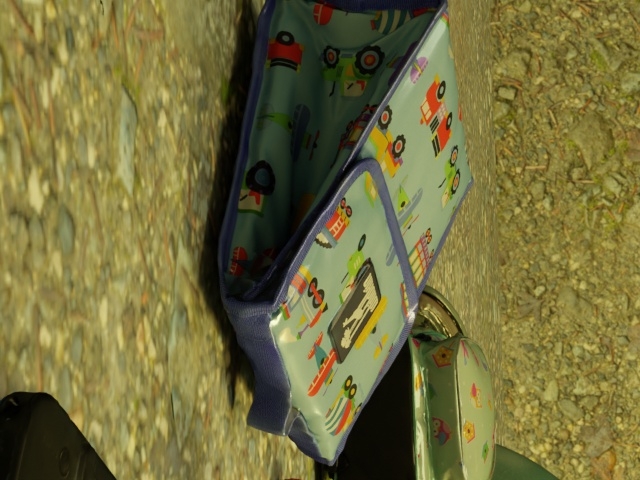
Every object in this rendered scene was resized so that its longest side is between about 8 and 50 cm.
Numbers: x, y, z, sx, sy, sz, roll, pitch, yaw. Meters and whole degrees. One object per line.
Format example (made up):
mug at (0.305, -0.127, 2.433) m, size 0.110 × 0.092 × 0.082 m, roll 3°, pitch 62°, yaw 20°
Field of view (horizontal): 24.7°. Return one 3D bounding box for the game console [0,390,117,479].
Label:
game console at (-0.038, 0.233, 0.626) m, size 0.293 × 0.173 × 0.250 m, roll 72°, pitch 21°, yaw -56°

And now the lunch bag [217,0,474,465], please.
lunch bag at (0.000, 0.000, 1.025) m, size 0.221 × 0.138 × 0.293 m, roll 73°, pitch 32°, yaw -56°

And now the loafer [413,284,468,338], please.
loafer at (0.105, 0.151, 1.527) m, size 0.267 × 0.096 × 0.084 m, roll 78°, pitch 22°, yaw -50°

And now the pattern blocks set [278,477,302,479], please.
pattern blocks set at (-0.012, 0.371, 1.089) m, size 0.285 × 0.026 × 0.325 m, roll -77°, pitch 162°, yaw -49°

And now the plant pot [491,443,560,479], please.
plant pot at (0.193, 0.355, 1.508) m, size 0.293 × 0.196 × 0.293 m, roll 10°, pitch 90°, yaw -71°

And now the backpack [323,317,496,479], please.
backpack at (0.081, 0.153, 1.287) m, size 0.188 × 0.144 × 0.166 m, roll 14°, pitch 69°, yaw -81°
